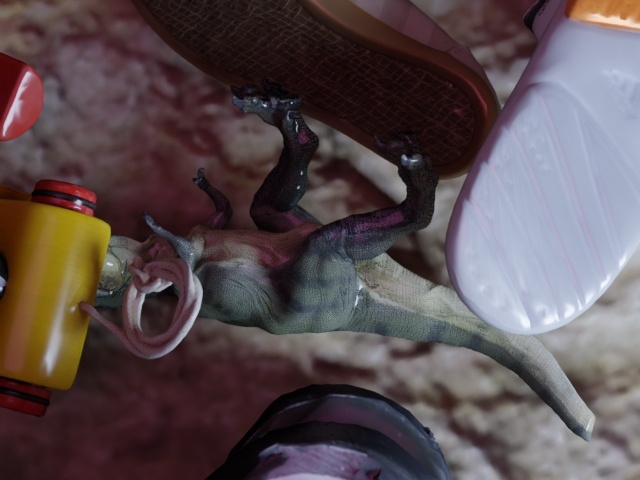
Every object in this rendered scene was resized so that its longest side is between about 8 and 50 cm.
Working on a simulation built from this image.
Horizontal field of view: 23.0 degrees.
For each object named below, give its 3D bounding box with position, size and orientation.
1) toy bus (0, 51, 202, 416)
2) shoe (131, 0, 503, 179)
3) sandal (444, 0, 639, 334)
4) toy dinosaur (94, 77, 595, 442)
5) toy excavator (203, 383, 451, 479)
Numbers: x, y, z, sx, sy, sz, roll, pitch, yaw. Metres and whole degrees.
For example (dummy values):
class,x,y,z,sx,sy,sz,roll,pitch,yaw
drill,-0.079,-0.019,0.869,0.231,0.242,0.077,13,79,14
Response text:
class,x,y,z,sx,sy,sz,roll,pitch,yaw
toy bus,-0.176,0.013,0.669,0.202,0.104,0.191,-44,52,22
shoe,-0.006,-0.099,0.736,0.219,0.058,0.076,35,118,14
sandal,0.125,-0.071,0.694,0.102,0.076,0.265,42,71,-10
toy dinosaur,0.000,0.000,0.699,0.268,0.064,0.118,13,112,12
toy excavator,-0.027,0.337,0.598,0.433,0.222,0.445,-33,88,1
